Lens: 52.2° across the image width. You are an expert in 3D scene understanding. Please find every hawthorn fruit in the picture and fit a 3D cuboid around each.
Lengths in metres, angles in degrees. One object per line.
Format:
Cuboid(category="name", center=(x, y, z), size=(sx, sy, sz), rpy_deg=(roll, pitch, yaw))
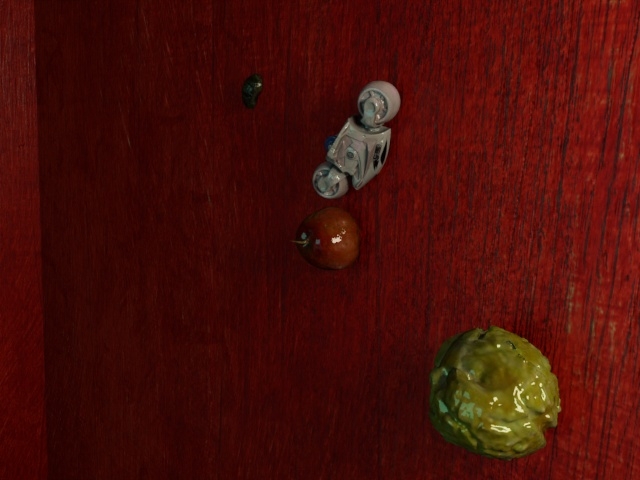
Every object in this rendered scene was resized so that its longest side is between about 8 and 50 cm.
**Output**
Cuboid(category="hawthorn fruit", center=(0.011, 0.003, 1.228), size=(0.125, 0.140, 0.125), rpy_deg=(30, 147, 23))

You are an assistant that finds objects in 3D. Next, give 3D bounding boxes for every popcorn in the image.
Cuboid(category="popcorn", center=(0.245, 0.220, 0.950), size=(0.212, 0.198, 0.198), rpy_deg=(126, 129, -71))

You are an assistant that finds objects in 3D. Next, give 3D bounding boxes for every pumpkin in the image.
Cuboid(category="pumpkin", center=(-0.158, -0.331, 1.455), size=(0.050, 0.028, 0.083), rpy_deg=(42, 129, 36))

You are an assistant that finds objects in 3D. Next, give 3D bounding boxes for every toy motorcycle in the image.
Cuboid(category="toy motorcycle", center=(0.071, -0.166, 1.164), size=(0.112, 0.112, 0.254), rpy_deg=(58, 134, 28))
